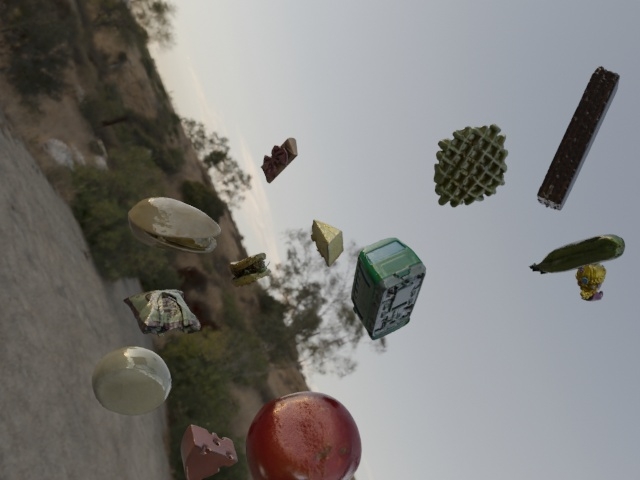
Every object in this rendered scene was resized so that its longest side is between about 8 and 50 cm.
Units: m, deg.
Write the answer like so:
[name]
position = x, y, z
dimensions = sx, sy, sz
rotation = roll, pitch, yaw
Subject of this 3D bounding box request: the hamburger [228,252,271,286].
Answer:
[hamburger]
position = -0.283, 0.123, 2.585
dimensions = 0.177, 0.185, 0.114
rotation = -28, -101, 57

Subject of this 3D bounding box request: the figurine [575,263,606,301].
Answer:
[figurine]
position = 0.863, 0.116, 2.016
dimensions = 0.094, 0.114, 0.157
rotation = 9, -76, 40

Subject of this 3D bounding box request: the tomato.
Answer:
[tomato]
position = -0.049, 0.582, 1.783
dimensions = 0.293, 0.324, 0.290
rotation = 91, -13, -69

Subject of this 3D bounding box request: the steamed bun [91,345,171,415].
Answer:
[steamed bun]
position = -0.692, 0.500, 2.311
dimensions = 0.177, 0.282, 0.283
rotation = -104, -177, -52

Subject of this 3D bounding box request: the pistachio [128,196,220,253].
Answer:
[pistachio]
position = -0.357, -0.032, 1.527
dimensions = 0.152, 0.223, 0.126
rotation = -100, -153, -60

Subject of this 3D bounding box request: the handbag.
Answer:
[handbag]
position = -0.539, 0.241, 2.147
dimensions = 0.235, 0.212, 0.127
rotation = 36, -59, 52

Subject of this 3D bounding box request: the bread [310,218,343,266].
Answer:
[bread]
position = 0.000, 0.000, 1.640
dimensions = 0.109, 0.080, 0.084
rotation = 24, -45, 26

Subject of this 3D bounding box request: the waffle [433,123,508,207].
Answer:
[waffle]
position = 0.538, -0.262, 2.230
dimensions = 0.056, 0.291, 0.310
rotation = -120, -162, -58

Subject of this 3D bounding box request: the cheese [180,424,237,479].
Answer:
[cheese]
position = -0.442, 0.784, 2.349
dimensions = 0.128, 0.202, 0.177
rotation = -121, -171, -55

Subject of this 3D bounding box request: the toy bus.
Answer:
[toy bus]
position = 0.208, 0.153, 2.068
dimensions = 0.199, 0.183, 0.344
rotation = 55, -24, 30

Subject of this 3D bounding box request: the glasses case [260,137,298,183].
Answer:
[glasses case]
position = -0.164, -0.290, 2.320
dimensions = 0.193, 0.070, 0.103
rotation = -40, -137, 38

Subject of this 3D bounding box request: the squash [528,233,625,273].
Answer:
[squash]
position = 0.760, 0.046, 1.868
dimensions = 0.331, 0.087, 0.087
rotation = -30, -99, 57

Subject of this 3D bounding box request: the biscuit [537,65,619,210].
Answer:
[biscuit]
position = 0.694, -0.271, 1.686
dimensions = 0.073, 0.389, 0.107
rotation = 24, 1, 22
